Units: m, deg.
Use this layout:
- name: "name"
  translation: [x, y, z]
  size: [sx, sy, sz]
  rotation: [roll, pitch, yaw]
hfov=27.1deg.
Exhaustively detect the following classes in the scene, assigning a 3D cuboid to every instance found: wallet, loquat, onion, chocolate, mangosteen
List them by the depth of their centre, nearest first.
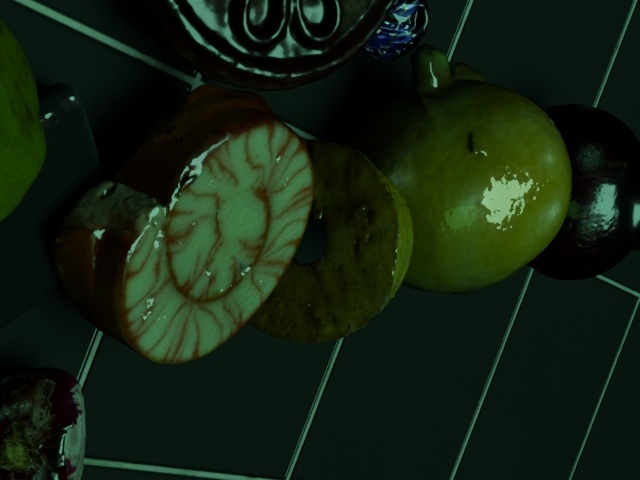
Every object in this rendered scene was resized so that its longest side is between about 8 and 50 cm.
- name: "wallet"
  translation: [-0.393, 0.020, 1.416]
  size: [0.406, 0.062, 0.228]
  rotation: [-40, 135, -33]
- name: "onion"
  translation: [-0.341, 0.233, 1.548]
  size: [0.198, 0.135, 0.173]
  rotation: [120, -23, -81]
- name: "chocolate"
  translation: [-0.012, -0.309, 1.702]
  size: [0.343, 0.126, 0.148]
  rotation: [-2, 146, -43]
- name: "loquat"
  translation: [0.184, -0.100, 1.855]
  size: [0.328, 0.328, 0.359]
  rotation: [-33, 120, -38]
- name: "mangosteen"
  translation: [0.433, -0.069, 2.189]
  size: [0.297, 0.313, 0.297]
  rotation: [-38, 145, -33]

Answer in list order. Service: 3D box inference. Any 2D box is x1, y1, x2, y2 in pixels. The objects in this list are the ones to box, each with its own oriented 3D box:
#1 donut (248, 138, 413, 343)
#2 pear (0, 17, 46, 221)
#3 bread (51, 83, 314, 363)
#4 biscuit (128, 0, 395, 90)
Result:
- name: "donut"
  translation: [-0.002, -0.001, 1.729]
  size: [0.108, 0.277, 0.278]
  rotation: [-3, 110, -62]
- name: "pear"
  translation: [-0.391, -0.113, 1.205]
  size: [0.321, 0.269, 0.269]
  rotation: [10, 99, -57]
- name: "bread"
  translation: [-0.147, -0.013, 1.572]
  size: [0.328, 0.114, 0.295]
  rotation: [-51, 146, -16]
- name: "biscuit"
  translation: [-0.055, -0.374, 1.531]
  size: [0.407, 0.091, 0.407]
  rotation: [-5, 98, -39]
